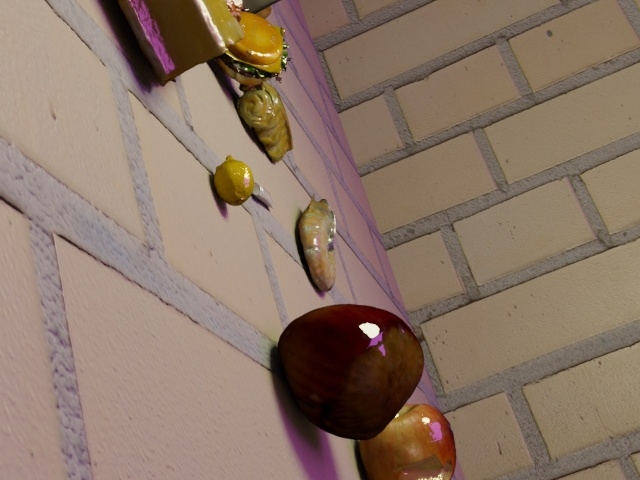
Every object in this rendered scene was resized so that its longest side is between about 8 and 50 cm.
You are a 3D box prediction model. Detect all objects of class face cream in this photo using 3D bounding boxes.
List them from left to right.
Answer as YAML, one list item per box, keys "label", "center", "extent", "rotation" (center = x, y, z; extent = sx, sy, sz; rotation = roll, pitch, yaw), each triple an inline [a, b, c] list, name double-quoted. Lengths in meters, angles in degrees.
- label: "face cream"
  center: [-0.108, -0.085, 1.699]
  extent: [0.115, 0.020, 0.038]
  rotation: [42, 27, -75]

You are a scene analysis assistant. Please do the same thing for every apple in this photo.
- label: "apple"
  center: [0.159, 0.397, 1.654]
  extent: [0.199, 0.199, 0.199]
  rotation: [-22, 90, -80]

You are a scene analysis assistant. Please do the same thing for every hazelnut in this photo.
- label: "hazelnut"
  center: [0.037, 0.188, 1.394]
  extent: [0.229, 0.229, 0.230]
  rotation: [-22, 90, -80]

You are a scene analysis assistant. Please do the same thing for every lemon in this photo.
- label: "lemon"
  center: [-0.137, -0.095, 1.430]
  extent: [0.065, 0.065, 0.092]
  rotation: [51, 21, -60]

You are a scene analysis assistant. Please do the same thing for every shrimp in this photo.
- label: "shrimp"
  center: [0.000, 0.000, 1.982]
  extent: [0.317, 0.077, 0.168]
  rotation: [-80, 157, -65]

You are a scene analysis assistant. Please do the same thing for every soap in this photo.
- label: "soap"
  center: [-0.239, -0.389, 1.341]
  extent: [0.281, 0.143, 0.259]
  rotation: [60, 9, -15]

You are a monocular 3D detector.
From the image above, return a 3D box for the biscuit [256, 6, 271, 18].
- label: "biscuit"
  center: [-0.242, -0.765, 2.352]
  extent: [0.365, 0.062, 0.385]
  rotation: [45, 24, -60]

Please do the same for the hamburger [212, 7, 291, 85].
- label: "hamburger"
  center: [-0.151, -0.381, 1.792]
  extent: [0.189, 0.093, 0.164]
  rotation: [30, 45, -13]

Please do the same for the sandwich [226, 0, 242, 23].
- label: "sandwich"
  center: [-0.216, -0.498, 1.615]
  extent: [0.301, 0.162, 0.250]
  rotation: [67, 13, 11]

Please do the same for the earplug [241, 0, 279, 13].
- label: "earplug"
  center: [-0.158, -0.704, 1.950]
  extent: [0.313, 0.312, 0.394]
  rotation: [-81, 147, -72]

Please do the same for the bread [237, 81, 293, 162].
- label: "bread"
  center: [-0.109, -0.257, 1.910]
  extent: [0.232, 0.088, 0.128]
  rotation: [58, 20, -66]
